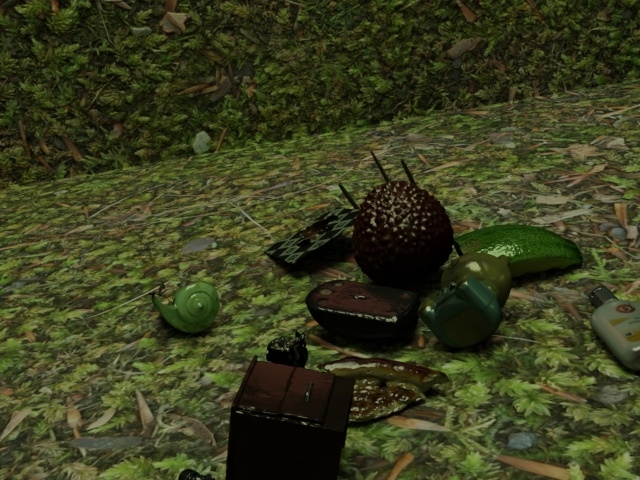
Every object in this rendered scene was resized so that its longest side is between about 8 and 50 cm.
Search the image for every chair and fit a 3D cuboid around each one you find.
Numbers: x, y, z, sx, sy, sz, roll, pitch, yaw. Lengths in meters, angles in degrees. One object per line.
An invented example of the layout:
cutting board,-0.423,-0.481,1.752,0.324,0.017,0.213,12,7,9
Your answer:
chair,0.211,-0.105,2.459,0.166,0.272,0.188,-46,33,-13

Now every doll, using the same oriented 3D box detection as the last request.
doll,0.348,0.126,1.880,0.177,0.161,0.260,-41,5,30

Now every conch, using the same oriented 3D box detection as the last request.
conch,-0.363,0.153,2.087,0.143,0.137,0.251,-27,28,-37

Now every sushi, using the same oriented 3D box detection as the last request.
sushi,0.000,0.000,2.419,0.294,0.059,0.292,-31,15,-17
sushi,-0.074,0.249,1.871,0.083,0.056,0.084,-10,22,15

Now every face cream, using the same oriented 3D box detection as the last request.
face cream,0.662,0.182,1.762,0.144,0.071,0.291,-8,21,-1

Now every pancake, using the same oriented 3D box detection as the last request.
pancake,0.104,0.291,1.698,0.257,0.056,0.212,-15,23,-18

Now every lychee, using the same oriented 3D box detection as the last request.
lychee,0.213,-0.009,2.142,0.276,0.304,0.276,-8,-12,-2

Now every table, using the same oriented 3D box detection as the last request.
table,-0.050,0.328,1.452,0.193,0.172,0.169,10,24,6

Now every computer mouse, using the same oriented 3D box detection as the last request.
computer mouse,0.097,0.175,1.930,0.269,0.100,0.170,9,29,25

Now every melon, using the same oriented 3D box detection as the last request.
melon,0.521,0.027,2.129,0.324,0.124,0.196,-10,29,-2

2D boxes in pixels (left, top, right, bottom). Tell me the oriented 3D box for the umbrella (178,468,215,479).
umbrella,-0.181,0.449,1.398,0.224,0.080,0.071,14,65,50
